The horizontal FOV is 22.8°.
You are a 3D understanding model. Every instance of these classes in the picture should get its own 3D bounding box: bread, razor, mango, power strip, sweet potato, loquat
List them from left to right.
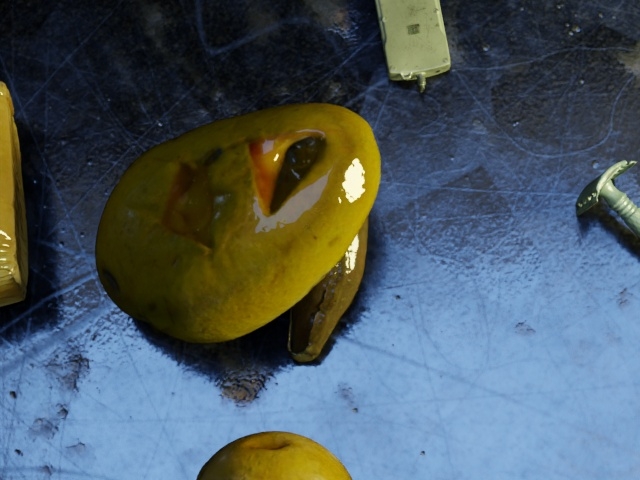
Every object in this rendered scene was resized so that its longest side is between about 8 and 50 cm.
[{"bbox_3d":[-0.413,-0.058,1.873,0.119,0.152,0.288,-5,70,-7],"label":"bread"},{"bbox_3d":[-0.090,-0.027,1.795,0.365,0.182,0.253,-29,63,16],"label":"mango"},{"bbox_3d":[-0.050,0.312,1.722,0.213,0.213,0.213,-1,74,4],"label":"loquat"},{"bbox_3d":[0.004,0.001,1.875,0.112,0.085,0.286,-3,83,37],"label":"sweet potato"},{"bbox_3d":[0.108,-0.286,1.969,0.080,0.029,0.227,-9,73,0],"label":"power strip"},{"bbox_3d":[0.402,0.009,1.844,0.232,0.106,0.068,45,82,3],"label":"razor"}]
